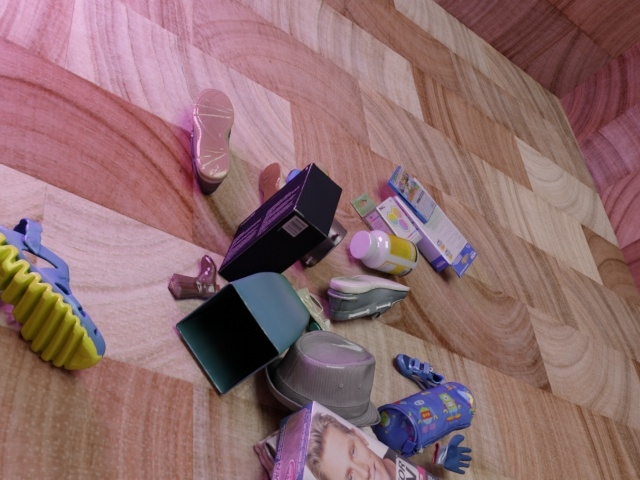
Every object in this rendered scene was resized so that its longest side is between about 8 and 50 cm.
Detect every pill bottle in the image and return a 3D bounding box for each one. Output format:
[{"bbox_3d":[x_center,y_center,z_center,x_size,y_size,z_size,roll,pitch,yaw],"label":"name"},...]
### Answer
[{"bbox_3d":[0.168,0.030,2.147,0.184,0.103,0.103,18,47,-41],"label":"pill bottle"}]

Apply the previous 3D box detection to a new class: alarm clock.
[{"bbox_3d":[0.000,0.000,1.966,0.064,0.129,0.192,47,5,-3],"label":"alarm clock"}]

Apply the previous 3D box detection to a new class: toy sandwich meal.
[{"bbox_3d":[0.003,-0.175,2.205,0.085,0.029,0.086,31,39,-29],"label":"toy sandwich meal"}]

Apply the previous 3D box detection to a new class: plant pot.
[{"bbox_3d":[-0.132,0.165,1.622,0.166,0.165,0.234,55,26,4],"label":"plant pot"}]

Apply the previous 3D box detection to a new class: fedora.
[{"bbox_3d":[0.022,0.269,1.653,0.275,0.124,0.244,13,19,-34],"label":"fedora"}]

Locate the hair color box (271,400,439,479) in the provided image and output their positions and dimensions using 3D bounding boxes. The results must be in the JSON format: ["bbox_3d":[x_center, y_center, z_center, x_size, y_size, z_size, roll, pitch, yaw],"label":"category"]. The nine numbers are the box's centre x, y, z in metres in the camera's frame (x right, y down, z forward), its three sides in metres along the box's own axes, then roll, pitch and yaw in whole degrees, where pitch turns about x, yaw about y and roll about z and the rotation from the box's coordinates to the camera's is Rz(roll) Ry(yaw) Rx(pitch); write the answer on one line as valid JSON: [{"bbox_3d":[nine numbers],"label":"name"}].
[{"bbox_3d":[0.074,0.472,1.535,0.347,0.105,0.174,35,38,-23],"label":"hair color box"}]

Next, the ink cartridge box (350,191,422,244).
[{"bbox_3d":[0.189,-0.057,2.288,0.209,0.062,0.109,53,34,1],"label":"ink cartridge box"}]

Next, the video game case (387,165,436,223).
[{"bbox_3d":[0.274,-0.138,2.406,0.166,0.015,0.119,46,35,-7],"label":"video game case"}]

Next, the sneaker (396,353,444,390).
[{"bbox_3d":[0.249,0.323,2.013,0.144,0.059,0.053,38,38,-20],"label":"sneaker"}]

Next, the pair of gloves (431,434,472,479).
[{"bbox_3d":[0.287,0.536,1.826,0.159,0.023,0.198,26,71,-45],"label":"pair of gloves"}]

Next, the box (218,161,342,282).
[{"bbox_3d":[-0.086,-0.022,1.747,0.103,0.261,0.184,39,36,-19],"label":"box"}]

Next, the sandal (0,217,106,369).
[{"bbox_3d":[-0.461,0.073,1.344,0.317,0.126,0.138,52,29,-2],"label":"sandal"}]

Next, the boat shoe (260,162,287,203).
[{"bbox_3d":[-0.109,-0.120,2.002,0.059,0.063,0.170,53,24,-45],"label":"boat shoe"}]

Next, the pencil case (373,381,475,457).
[{"bbox_3d":[0.246,0.414,1.869,0.306,0.119,0.133,-5,46,-52],"label":"pencil case"}]

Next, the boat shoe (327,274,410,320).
[{"bbox_3d":[0.118,0.146,2.018,0.319,0.116,0.099,3,100,-57],"label":"boat shoe"}]

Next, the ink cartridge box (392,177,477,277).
[{"bbox_3d":[0.336,-0.030,2.442,0.311,0.065,0.186,49,35,0],"label":"ink cartridge box"}]

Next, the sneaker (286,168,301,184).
[{"bbox_3d":[-0.041,-0.108,2.032,0.069,0.082,0.209,48,30,-37],"label":"sneaker"}]

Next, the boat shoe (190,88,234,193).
[{"bbox_3d":[-0.260,-0.235,1.891,0.102,0.092,0.285,9,52,-22],"label":"boat shoe"}]

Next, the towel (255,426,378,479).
[{"bbox_3d":[0.048,0.491,1.626,0.317,0.053,0.332,-17,74,-55],"label":"towel"}]

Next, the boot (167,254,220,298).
[{"bbox_3d":[-0.265,0.073,1.655,0.114,0.037,0.107,6,53,-42],"label":"boot"}]

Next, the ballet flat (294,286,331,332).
[{"bbox_3d":[-0.007,0.179,1.835,0.052,0.057,0.168,-27,80,-27],"label":"ballet flat"}]
